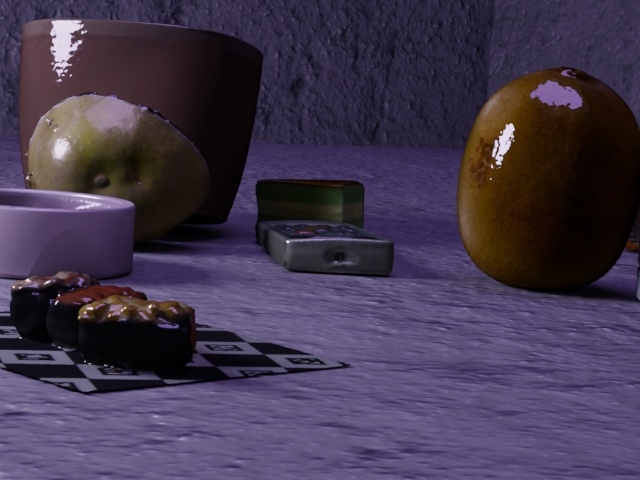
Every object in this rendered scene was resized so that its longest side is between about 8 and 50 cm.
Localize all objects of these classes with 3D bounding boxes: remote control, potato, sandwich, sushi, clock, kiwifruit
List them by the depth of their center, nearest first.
[{"bbox_3d":[-0.161,0.052,1.249,0.264,0.050,0.290,-2,8,-44],"label":"sushi"},{"bbox_3d":[-0.279,-0.008,1.635,0.197,0.068,0.197,4,6,0],"label":"clock"},{"bbox_3d":[0.239,-0.066,1.751,0.196,0.234,0.196,5,16,-1],"label":"kiwifruit"},{"bbox_3d":[-0.229,-0.053,1.826,0.202,0.182,0.117,32,32,-15],"label":"potato"},{"bbox_3d":[0.000,0.000,1.879,0.123,0.038,0.285,3,6,-7],"label":"remote control"},{"bbox_3d":[-0.013,-0.040,2.074,0.116,0.074,0.074,6,8,22],"label":"sandwich"}]

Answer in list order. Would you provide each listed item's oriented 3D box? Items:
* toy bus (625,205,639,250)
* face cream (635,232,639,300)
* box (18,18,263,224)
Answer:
[{"bbox_3d":[0.516,-0.038,2.341,0.092,0.093,0.409,-1,2,28],"label":"toy bus"},{"bbox_3d":[0.425,-0.024,1.696,0.201,0.187,0.201,4,6,0],"label":"face cream"},{"bbox_3d":[-0.224,-0.136,2.020,0.301,0.216,0.301,7,-4,1],"label":"box"}]
